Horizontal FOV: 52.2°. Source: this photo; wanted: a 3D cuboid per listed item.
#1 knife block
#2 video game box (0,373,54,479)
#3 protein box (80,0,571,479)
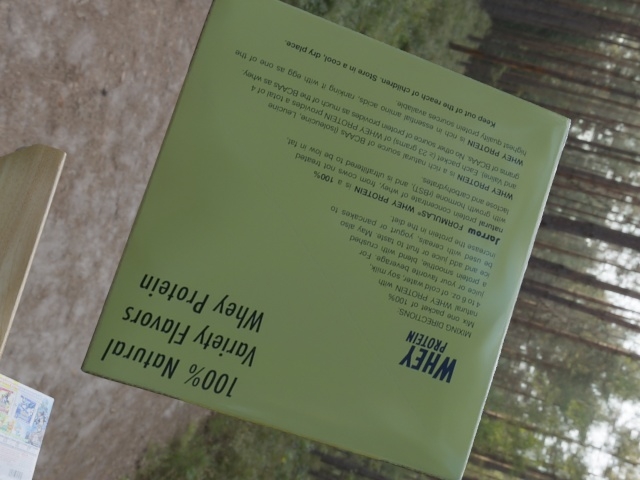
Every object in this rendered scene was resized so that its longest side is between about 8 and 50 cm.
[{"bbox_3d":[-0.311,0.074,0.588,0.275,0.242,0.088,-32,-175,-28],"label":"knife block"},{"bbox_3d":[-0.630,0.370,1.283,0.205,0.048,0.187,56,34,-52],"label":"video game box"},{"bbox_3d":[0.000,0.000,0.388,0.136,0.199,0.201,167,-58,-80],"label":"protein box"}]
